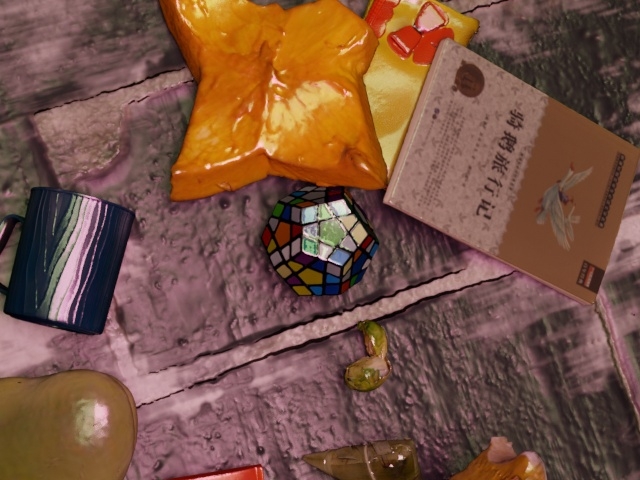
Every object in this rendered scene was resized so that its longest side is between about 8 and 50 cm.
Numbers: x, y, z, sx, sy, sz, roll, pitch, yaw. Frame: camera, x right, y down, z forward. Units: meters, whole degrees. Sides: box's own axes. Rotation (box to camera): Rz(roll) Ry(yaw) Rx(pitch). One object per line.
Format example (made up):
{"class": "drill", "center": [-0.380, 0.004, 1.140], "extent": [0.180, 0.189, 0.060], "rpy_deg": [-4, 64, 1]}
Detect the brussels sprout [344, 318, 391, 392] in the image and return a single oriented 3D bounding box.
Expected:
{"class": "brussels sprout", "center": [0.058, 0.134, 1.252], "extent": [0.051, 0.046, 0.083], "rpy_deg": [19, 77, -16]}

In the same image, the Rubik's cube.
{"class": "Rubik's cube", "center": [0.000, 0.000, 1.224], "extent": [0.112, 0.133, 0.133], "rpy_deg": [34, 74, 22]}

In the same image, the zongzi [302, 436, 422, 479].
{"class": "zongzi", "center": [0.057, 0.302, 1.238], "extent": [0.130, 0.062, 0.154], "rpy_deg": [-11, 105, 11]}

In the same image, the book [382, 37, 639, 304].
{"class": "book", "center": [0.239, -0.079, 1.304], "extent": [0.310, 0.021, 0.217], "rpy_deg": [25, 76, -21]}

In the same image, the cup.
{"class": "cup", "center": [-0.282, 0.024, 1.173], "extent": [0.113, 0.150, 0.138], "rpy_deg": [22, 77, -44]}

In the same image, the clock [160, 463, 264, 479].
{"class": "clock", "center": [-0.111, 0.327, 1.179], "extent": [0.113, 0.061, 0.155], "rpy_deg": [-6, 86, -14]}

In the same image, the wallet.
{"class": "wallet", "center": [0.084, -0.190, 1.298], "extent": [0.141, 0.067, 0.241], "rpy_deg": [27, 77, -6]}

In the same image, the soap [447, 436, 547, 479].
{"class": "soap", "center": [0.047, 0.356, 1.116], "extent": [0.339, 0.169, 0.304], "rpy_deg": [-1, 102, -13]}

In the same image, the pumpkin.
{"class": "pumpkin", "center": [-0.059, -0.186, 1.233], "extent": [0.258, 0.095, 0.290], "rpy_deg": [-4, 77, 2]}

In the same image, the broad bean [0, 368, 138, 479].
{"class": "broad bean", "center": [-0.309, 0.231, 1.131], "extent": [0.263, 0.121, 0.189], "rpy_deg": [-22, 92, 0]}
